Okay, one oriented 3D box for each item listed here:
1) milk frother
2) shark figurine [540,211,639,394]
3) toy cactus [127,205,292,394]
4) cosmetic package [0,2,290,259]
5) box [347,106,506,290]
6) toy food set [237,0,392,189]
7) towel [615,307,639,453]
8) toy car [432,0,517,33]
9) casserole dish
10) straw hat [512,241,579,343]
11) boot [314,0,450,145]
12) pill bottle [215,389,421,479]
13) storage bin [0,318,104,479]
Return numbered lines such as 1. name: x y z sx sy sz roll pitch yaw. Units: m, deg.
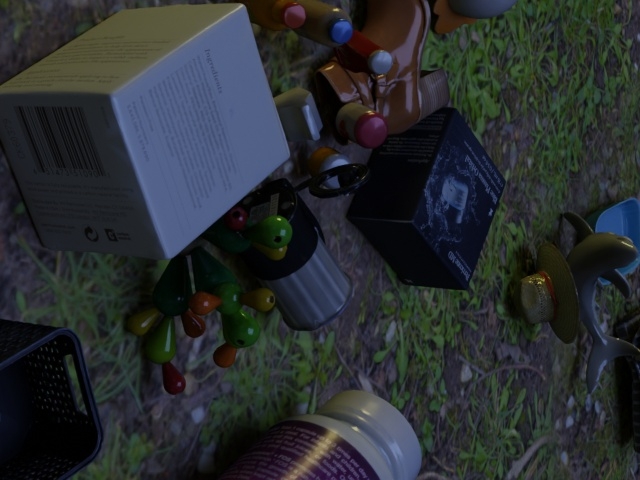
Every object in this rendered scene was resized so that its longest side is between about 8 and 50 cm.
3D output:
1. milk frother: 0.000 0.000 1.392 0.135 0.143 0.129 56 43 -38
2. shark figurine: 0.368 0.079 1.973 0.116 0.166 0.278 -30 139 -21
3. toy cactus: -0.116 0.025 1.246 0.112 0.219 0.181 -10 61 -38
4. cosmetic package: -0.150 -0.096 1.169 0.183 0.151 0.151 -43 126 -42
5. box: 0.128 -0.049 1.607 0.156 0.093 0.158 47 58 -45
6. toy food set: 0.010 -0.156 1.388 0.111 0.104 0.232 -27 116 -15
7. towel: 0.582 0.204 2.239 0.283 0.121 0.235 -23 113 -53
8. toy car: 0.191 -0.348 1.621 0.210 0.219 0.238 4 119 -54
9. casserole dish: 0.438 0.000 2.085 0.188 0.037 0.114 -21 110 -51
10. straw hat: 0.295 0.079 1.869 0.061 0.144 0.145 -13 108 -11
11. boot: 0.052 -0.209 1.509 0.152 0.073 0.197 -25 94 -30
12. pill bottle: -0.027 0.278 1.360 0.301 0.169 0.169 -39 124 -44
13. storage bin: -0.270 0.150 1.087 0.180 0.084 0.122 -33 119 -47
